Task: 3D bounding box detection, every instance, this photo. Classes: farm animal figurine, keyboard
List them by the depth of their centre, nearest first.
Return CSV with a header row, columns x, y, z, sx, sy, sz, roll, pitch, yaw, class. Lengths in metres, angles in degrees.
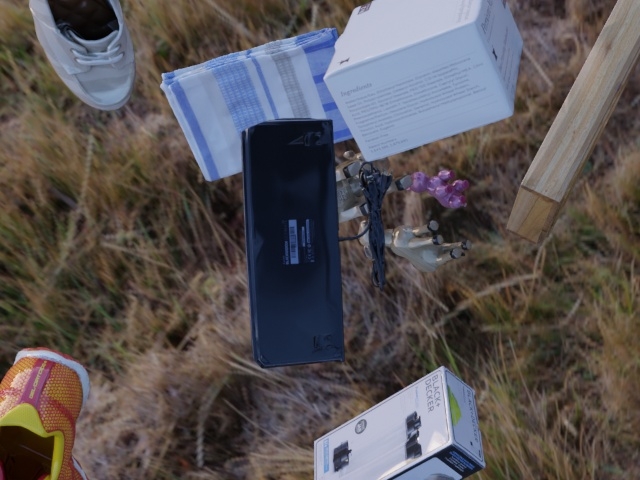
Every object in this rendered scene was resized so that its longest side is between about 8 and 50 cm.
x,y,z,sx,sy,sz,roll,pitch,yaw,class
0.000,0.000,1.438,0.201,0.033,0.317,-3,91,-16,keyboard
0.091,-0.090,1.935,0.172,0.326,0.330,-16,87,48,farm animal figurine

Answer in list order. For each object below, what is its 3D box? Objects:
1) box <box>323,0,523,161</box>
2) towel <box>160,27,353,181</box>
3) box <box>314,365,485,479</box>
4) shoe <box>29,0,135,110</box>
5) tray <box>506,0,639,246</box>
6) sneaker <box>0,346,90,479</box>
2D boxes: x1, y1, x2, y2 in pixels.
x,y,z,sx,sy,sz,roll,pitch,yaw,class
0.121,-0.204,1.254,0.181,0.119,0.181,-16,30,24,box
-0.084,-0.208,1.747,0.285,0.209,0.034,-15,37,7,towel
0.124,0.350,1.841,0.290,0.087,0.169,-34,33,26,box
-0.206,-0.194,0.928,0.076,0.219,0.058,-18,39,-4,shoe
0.439,-0.206,1.852,0.076,0.203,0.411,26,73,11,tray
-0.168,0.134,0.637,0.064,0.175,0.067,13,44,5,sneaker
